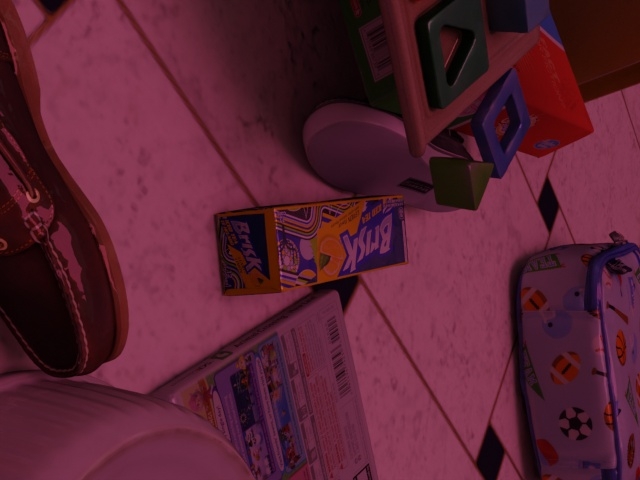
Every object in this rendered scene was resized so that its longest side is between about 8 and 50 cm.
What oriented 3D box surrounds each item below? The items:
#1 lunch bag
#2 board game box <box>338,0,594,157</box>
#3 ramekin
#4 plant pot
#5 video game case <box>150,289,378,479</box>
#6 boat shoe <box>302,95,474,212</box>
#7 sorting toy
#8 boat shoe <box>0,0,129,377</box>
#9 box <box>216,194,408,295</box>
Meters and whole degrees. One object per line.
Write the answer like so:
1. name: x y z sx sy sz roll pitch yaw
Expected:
1. lunch bag: 0.326 0.141 1.053 0.243 0.115 0.303 -7 94 -56
2. board game box: 0.119 -0.211 0.776 0.316 0.064 0.242 3 67 -54
3. ramekin: -0.115 0.168 0.437 0.207 0.109 0.207 8 80 -54
4. plant pot: 0.307 -0.266 0.995 0.212 0.212 0.187 -13 86 -54
5. video game case: -0.025 0.166 0.636 0.193 0.023 0.212 -28 111 -52
6. boat shoe: 0.062 -0.085 0.741 0.228 0.080 0.076 13 54 -47
7. sorting toy: 0.101 -0.175 0.571 0.196 0.047 0.348 -46 134 -36
8. boat shoe: -0.160 -0.023 0.424 0.073 0.073 0.207 -38 108 -59
9. box: 0.000 0.000 0.659 0.169 0.054 0.059 -9 95 -55
